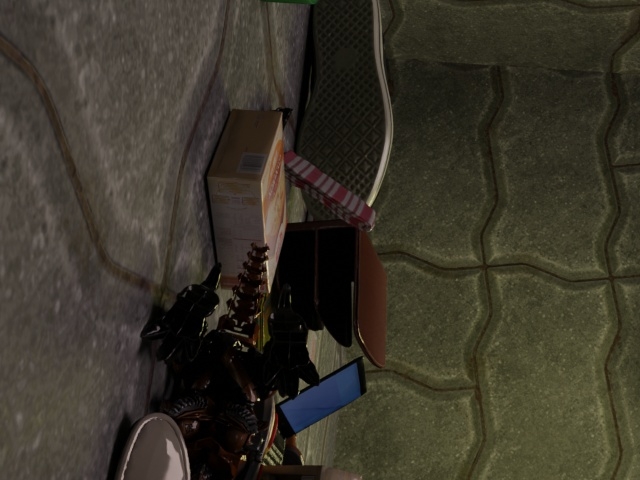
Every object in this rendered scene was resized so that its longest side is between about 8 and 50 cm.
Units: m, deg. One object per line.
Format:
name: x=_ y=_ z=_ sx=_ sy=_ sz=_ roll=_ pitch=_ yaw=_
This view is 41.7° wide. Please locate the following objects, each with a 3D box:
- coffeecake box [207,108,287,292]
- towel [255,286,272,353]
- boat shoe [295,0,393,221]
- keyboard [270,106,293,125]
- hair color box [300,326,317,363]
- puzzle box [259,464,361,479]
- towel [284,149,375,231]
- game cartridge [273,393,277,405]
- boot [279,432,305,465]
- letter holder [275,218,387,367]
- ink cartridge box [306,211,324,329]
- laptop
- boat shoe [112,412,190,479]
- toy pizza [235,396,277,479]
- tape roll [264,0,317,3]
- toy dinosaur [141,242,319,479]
coffeecake box: x=-0.088 y=-0.049 z=1.063 sx=0.142 sy=0.068 sz=0.185 roll=-79 pitch=172 yaw=-47
towel: x=-0.090 y=0.166 z=1.410 sx=0.102 sy=0.021 sz=0.237 roll=-69 pitch=163 yaw=-64
boat shoe: x=0.055 y=-0.264 z=1.650 sx=0.156 sy=0.186 sz=0.500 roll=49 pitch=41 yaw=-73
keyboard: x=-0.081 y=-0.157 z=1.257 sx=0.192 sy=0.038 sz=0.100 roll=-74 pitch=-169 yaw=-63
hair color box: x=-0.042 y=0.222 z=1.722 sx=0.167 sy=0.053 sz=0.093 roll=74 pitch=20 yaw=-68
puzzle box: x=-0.079 y=0.445 z=0.892 sx=0.272 sy=0.052 sz=0.409 roll=-27 pitch=-133 yaw=58
towel: x=0.006 y=-0.081 z=1.380 sx=0.029 sy=0.197 sz=0.144 roll=-55 pitch=-179 yaw=14
game cartridge: x=-0.113 y=0.370 z=1.243 sx=0.198 sy=0.062 sz=0.297 roll=-48 pitch=143 yaw=-86
boot: x=-0.057 y=0.403 z=1.558 sx=0.280 sy=0.096 sz=0.264 roll=-75 pitch=168 yaw=-59
letter holder: x=0.027 y=0.116 z=1.535 sx=0.302 sy=0.152 sz=0.214 roll=57 pitch=31 yaw=-66
ink cartridge box: x=0.000 y=0.000 z=1.896 sx=0.176 sy=0.069 sz=0.371 roll=86 pitch=9 yaw=-54
laptop: x=-0.014 y=0.320 z=1.242 sx=0.234 sy=0.136 sz=0.264 roll=78 pitch=18 yaw=-67
boat shoe: x=-0.166 y=0.259 z=0.763 sx=0.065 sy=0.075 sz=0.206 roll=-8 pitch=-100 yaw=53
toy pizza: x=-0.096 y=0.256 z=0.975 sx=0.201 sy=0.032 sz=0.201 roll=-55 pitch=-161 yaw=29
tape roll: x=-0.036 y=-0.487 z=1.139 sx=0.321 sy=0.077 sz=0.321 roll=5 pitch=90 yaw=-83
toy dinosaur: x=-0.110 y=0.140 z=0.893 sx=0.218 sy=0.164 sz=0.322 roll=111 pitch=-28 yaw=-55
